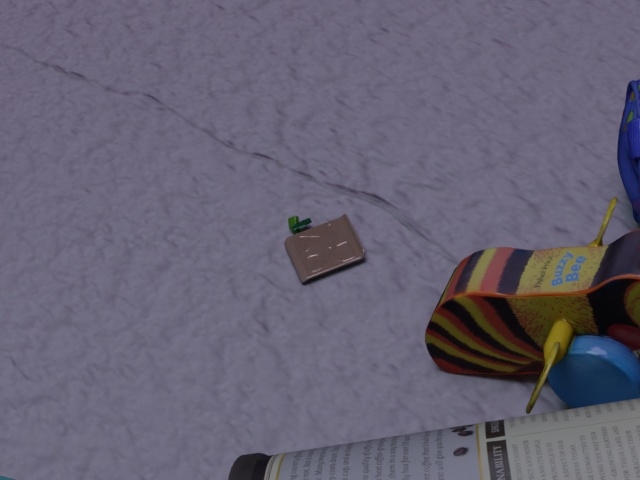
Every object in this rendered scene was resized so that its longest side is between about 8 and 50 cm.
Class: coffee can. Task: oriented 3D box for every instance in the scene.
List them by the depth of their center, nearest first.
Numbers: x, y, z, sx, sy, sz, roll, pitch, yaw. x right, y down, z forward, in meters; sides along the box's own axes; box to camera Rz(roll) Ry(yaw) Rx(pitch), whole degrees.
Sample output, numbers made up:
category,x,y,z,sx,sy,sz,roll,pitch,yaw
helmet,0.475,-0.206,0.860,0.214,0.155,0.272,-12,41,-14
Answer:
category,x,y,z,sx,sy,sz,roll,pitch,yaw
coffee can,0.099,0.205,0.828,0.275,0.201,0.201,-10,41,7

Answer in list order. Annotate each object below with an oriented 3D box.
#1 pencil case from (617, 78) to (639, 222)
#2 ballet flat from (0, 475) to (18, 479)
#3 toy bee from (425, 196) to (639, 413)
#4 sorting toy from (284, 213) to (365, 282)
category,x,y,z,sx,sy,sz,roll,pitch,yaw
pencil case,0.390,-0.087,1.119,0.306,0.133,0.119,-7,74,13
ballet flat,-0.159,0.222,0.991,0.280,0.095,0.096,-4,51,30
toy bee,0.215,0.035,1.016,0.298,0.162,0.195,-8,39,10
sorting toy,0.000,0.000,1.239,0.062,0.012,0.083,-24,44,-2
